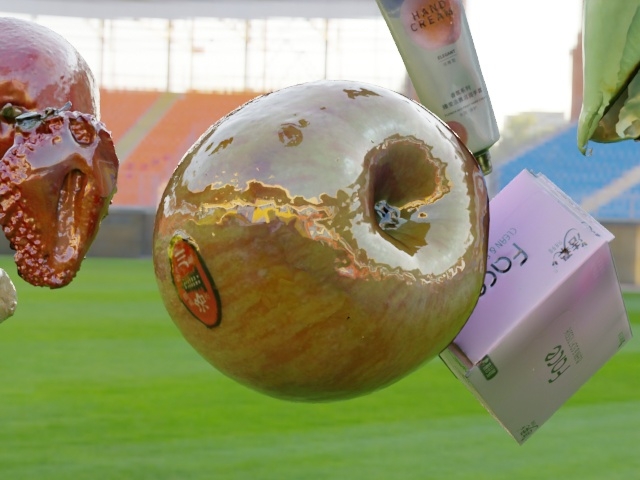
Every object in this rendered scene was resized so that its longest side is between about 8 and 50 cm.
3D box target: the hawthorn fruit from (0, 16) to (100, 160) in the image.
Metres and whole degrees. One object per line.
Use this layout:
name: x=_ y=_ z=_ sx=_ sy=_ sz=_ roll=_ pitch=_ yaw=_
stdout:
hawthorn fruit: x=-0.316 y=-0.135 z=1.261 sx=0.197 sy=0.196 sz=0.225 roll=2 pitch=9 yaw=-15

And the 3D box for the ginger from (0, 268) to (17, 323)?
ginger: x=-0.375 y=0.049 z=0.911 sx=0.148 sy=0.081 sz=0.334 roll=42 pitch=29 yaw=14

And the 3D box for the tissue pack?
tissue pack: x=0.166 y=0.061 z=1.005 sx=0.092 sy=0.148 sz=0.246 roll=45 pitch=-2 yaw=28

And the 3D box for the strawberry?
strawberry: x=-0.206 y=-0.037 z=0.986 sx=0.104 sy=0.152 sz=0.048 roll=2 pitch=-7 yaw=-36

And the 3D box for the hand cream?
hand cream: x=0.166 y=-0.241 z=1.673 sx=0.124 sy=0.340 sz=0.078 roll=-25 pitch=18 yaw=-7

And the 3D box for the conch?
conch: x=0.364 y=-0.220 z=1.358 sx=0.144 sy=0.250 sz=0.137 roll=-9 pitch=10 yaw=-24

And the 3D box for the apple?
apple: x=0.000 y=0.000 z=0.807 sx=0.211 sy=0.211 sz=0.188 roll=2 pitch=-22 yaw=-39
